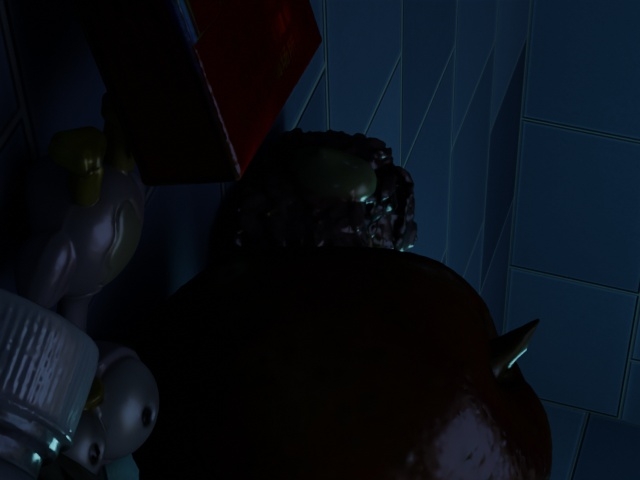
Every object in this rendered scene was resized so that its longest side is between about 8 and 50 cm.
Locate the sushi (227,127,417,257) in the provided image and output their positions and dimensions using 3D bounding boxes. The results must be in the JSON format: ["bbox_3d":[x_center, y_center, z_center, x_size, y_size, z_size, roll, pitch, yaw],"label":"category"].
[{"bbox_3d":[0.000,0.000,1.787,0.270,0.170,0.237,-53,153,-56],"label":"sushi"}]

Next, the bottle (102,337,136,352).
[{"bbox_3d":[-0.185,0.101,1.425,0.083,0.030,0.030,-1,103,-77],"label":"bottle"}]

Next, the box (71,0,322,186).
[{"bbox_3d":[-0.104,-0.222,1.152,0.197,0.089,0.313,-62,141,-48],"label":"box"}]

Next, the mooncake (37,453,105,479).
[{"bbox_3d":[-0.171,0.258,1.135,0.136,0.250,0.254,-41,149,0],"label":"mooncake"}]

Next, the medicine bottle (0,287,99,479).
[{"bbox_3d":[-0.243,0.166,0.964,0.165,0.165,0.273,70,36,-66],"label":"medicine bottle"}]

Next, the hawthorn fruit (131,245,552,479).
[{"bbox_3d":[0.031,0.171,1.515,0.403,0.402,0.403,12,90,-76],"label":"hawthorn fruit"}]

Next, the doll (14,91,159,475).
[{"bbox_3d":[-0.185,0.063,1.265,0.160,0.094,0.365,-51,150,-56],"label":"doll"}]
